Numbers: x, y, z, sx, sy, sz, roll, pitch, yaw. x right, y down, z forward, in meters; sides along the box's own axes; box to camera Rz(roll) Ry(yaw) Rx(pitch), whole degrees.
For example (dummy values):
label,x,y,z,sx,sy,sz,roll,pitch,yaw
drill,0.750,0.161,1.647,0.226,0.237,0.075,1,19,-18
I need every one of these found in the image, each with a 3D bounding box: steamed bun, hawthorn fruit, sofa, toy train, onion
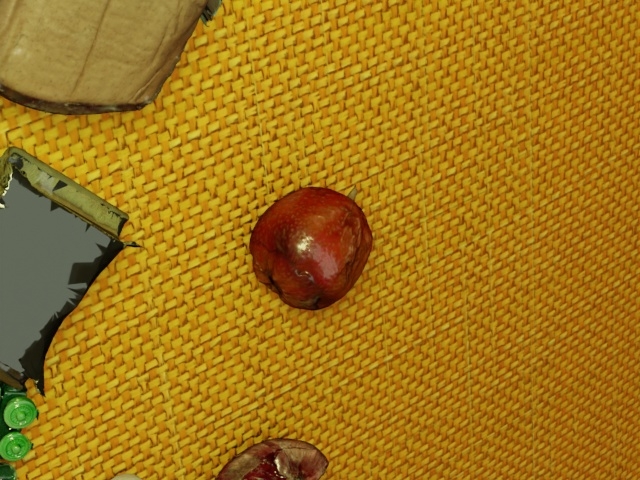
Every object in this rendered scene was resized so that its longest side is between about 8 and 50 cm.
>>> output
label,x,y,z,sx,sy,sz,roll,pitch,yaw
steamed bun,-0.288,-0.285,1.620,0.301,0.199,0.251,8,120,-49
hawthorn fruit,-0.008,0.012,2.034,0.179,0.173,0.173,-16,120,-34
sofa,-0.372,0.035,1.753,0.200,0.182,0.258,33,87,-27
toy train,-0.436,0.286,1.853,0.119,0.085,0.251,1,107,-25
onion,-0.096,0.361,2.175,0.206,0.151,0.098,-34,96,-38

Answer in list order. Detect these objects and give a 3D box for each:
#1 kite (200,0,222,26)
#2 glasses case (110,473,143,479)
label,x,y,z,sx,sy,sz,roll,pitch,yaw
kite,-0.121,-0.434,1.819,0.314,0.011,0.335,-3,113,-41
glasses case,-0.292,0.410,2.060,0.063,0.041,0.164,4,108,-43
